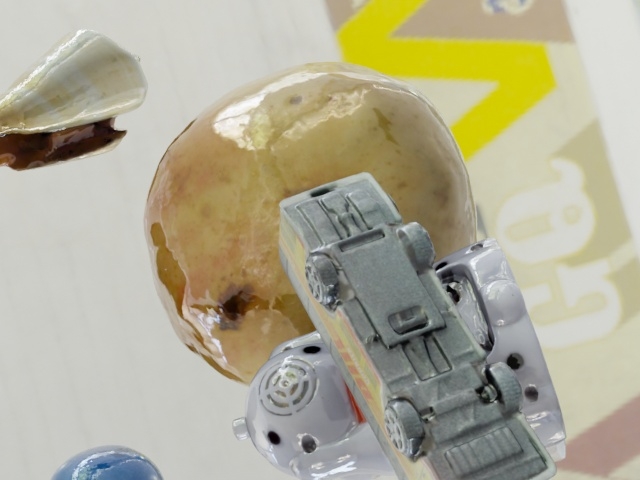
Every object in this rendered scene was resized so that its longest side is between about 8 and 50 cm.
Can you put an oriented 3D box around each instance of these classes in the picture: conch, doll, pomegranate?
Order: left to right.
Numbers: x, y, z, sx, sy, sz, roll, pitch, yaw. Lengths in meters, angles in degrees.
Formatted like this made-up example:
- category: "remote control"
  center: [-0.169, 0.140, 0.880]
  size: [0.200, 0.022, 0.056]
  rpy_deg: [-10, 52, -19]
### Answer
- category: "conch"
  center: [-0.339, -0.185, 1.594]
  size: [0.255, 0.127, 0.158]
  rpy_deg: [-23, -41, -29]
- category: "doll"
  center: [-0.266, 0.393, 1.604]
  size: [0.215, 0.161, 0.257]
  rpy_deg: [-5, -93, -39]
- category: "pomegranate"
  center: [0.000, 0.000, 1.200]
  size: [0.342, 0.342, 0.343]
  rpy_deg: [40, -139, -46]

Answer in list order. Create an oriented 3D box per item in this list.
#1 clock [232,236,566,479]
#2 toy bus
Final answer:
- category: "clock"
  center: [0.055, 0.124, 1.004]
  size: [0.189, 0.253, 0.189]
  rpy_deg: [-21, -90, -84]
- category: "toy bus"
  center: [0.056, 0.078, 0.852]
  size: [0.268, 0.092, 0.106]
  rpy_deg: [60, 160, 30]
